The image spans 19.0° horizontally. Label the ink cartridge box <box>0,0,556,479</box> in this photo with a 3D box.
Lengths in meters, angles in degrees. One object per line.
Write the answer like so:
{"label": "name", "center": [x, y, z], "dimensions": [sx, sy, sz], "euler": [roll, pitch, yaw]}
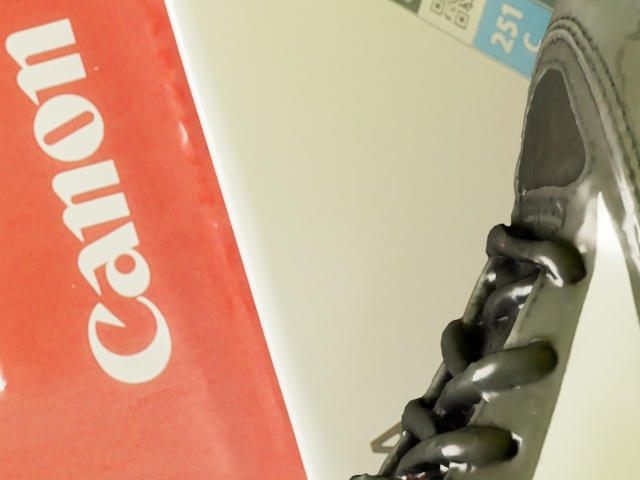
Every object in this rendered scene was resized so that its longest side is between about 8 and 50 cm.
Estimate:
{"label": "ink cartridge box", "center": [-0.016, -0.012, 0.479], "dimensions": [0.066, 0.261, 0.296], "euler": [-106, 0, -71]}

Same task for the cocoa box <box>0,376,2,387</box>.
{"label": "cocoa box", "center": [0.000, 0.000, 0.695], "dimensions": [0.231, 0.228, 0.347], "euler": [-107, 1, -68]}

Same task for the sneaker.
{"label": "sneaker", "center": [0.049, 0.059, 0.376], "dimensions": [0.097, 0.135, 0.276], "euler": [180, 92, -80]}
